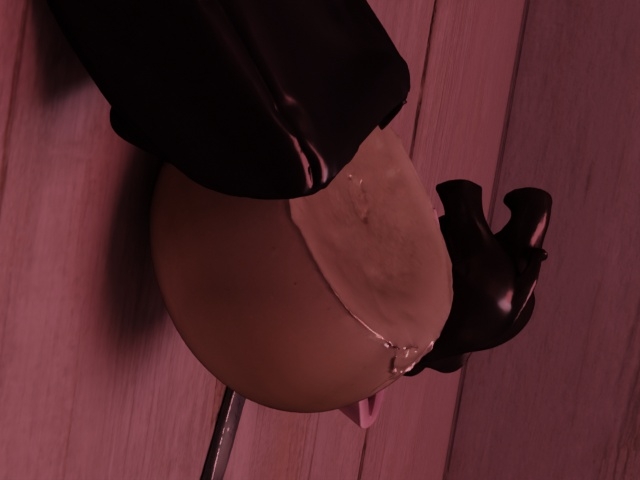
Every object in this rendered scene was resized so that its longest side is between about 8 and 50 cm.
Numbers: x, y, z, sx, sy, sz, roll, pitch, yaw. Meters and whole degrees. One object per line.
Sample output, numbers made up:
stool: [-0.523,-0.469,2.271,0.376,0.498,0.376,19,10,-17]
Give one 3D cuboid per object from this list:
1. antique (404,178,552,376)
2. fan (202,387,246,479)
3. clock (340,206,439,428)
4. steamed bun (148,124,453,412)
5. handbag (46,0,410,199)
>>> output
antique: [0.188,0.061,2.182,0.185,0.322,0.255,25,59,-43]
fan: [-0.131,0.284,1.712,0.057,0.023,0.282,75,28,-63]
clock: [0.023,0.111,1.792,0.275,0.080,0.290,-28,134,-31]
steamed bun: [-0.029,0.009,1.409,0.324,0.206,0.324,37,39,-38]
handbag: [-0.073,-0.159,1.198,0.275,0.178,0.302,62,25,-13]
